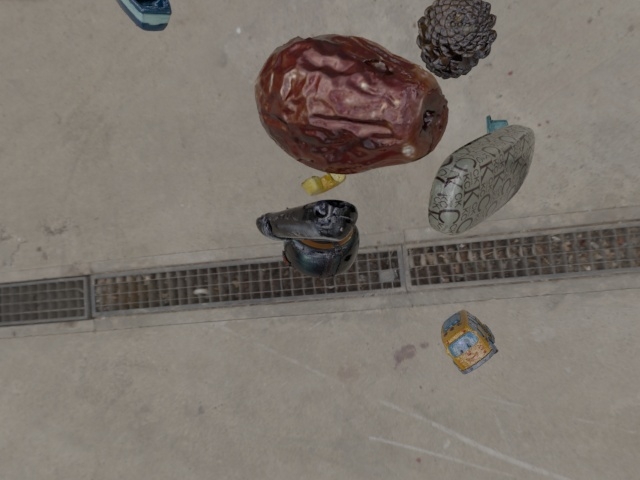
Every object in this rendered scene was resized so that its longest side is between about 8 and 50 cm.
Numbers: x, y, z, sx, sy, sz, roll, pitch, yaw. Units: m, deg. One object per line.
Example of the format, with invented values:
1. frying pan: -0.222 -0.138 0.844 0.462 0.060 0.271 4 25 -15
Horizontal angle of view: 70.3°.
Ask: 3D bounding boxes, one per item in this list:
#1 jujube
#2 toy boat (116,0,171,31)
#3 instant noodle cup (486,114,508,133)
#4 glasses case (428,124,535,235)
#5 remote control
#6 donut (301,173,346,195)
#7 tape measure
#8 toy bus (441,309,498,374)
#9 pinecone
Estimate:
1. jujube: 0.033 -0.197 0.653 0.290 0.197 0.197 23 90 34
2. toy boat: -0.430 -0.582 1.022 0.096 0.061 0.299 -21 66 -34
3. instant noodle cup: 0.598 -0.318 1.511 0.070 0.179 0.157 -7 70 28
4. glasses case: 0.300 -0.116 0.821 0.085 0.355 0.137 25 126 34
5. remote control: -0.037 -0.023 0.825 0.090 0.266 0.066 25 71 -32
6. donut: 0.016 -0.223 1.709 0.181 0.146 0.078 -30 89 -18
7. tape measure: 0.000 0.000 1.213 0.202 0.135 0.223 0 43 -7
8. toy bus: 0.426 0.288 1.337 0.126 0.209 0.136 -42 86 17
9. pinecone: 0.415 -0.633 1.437 0.246 0.292 0.246 0 82 3
